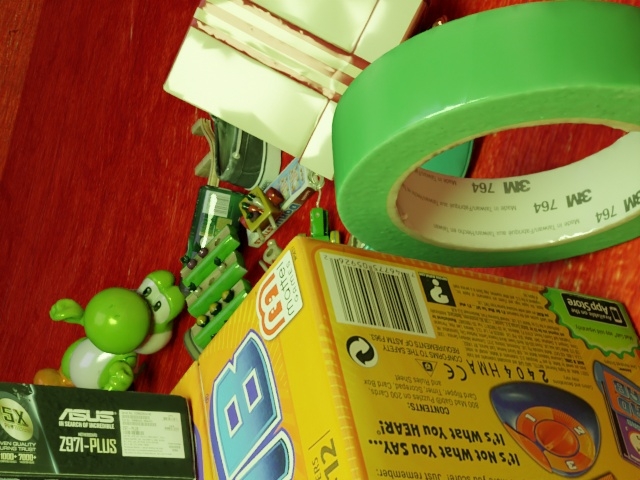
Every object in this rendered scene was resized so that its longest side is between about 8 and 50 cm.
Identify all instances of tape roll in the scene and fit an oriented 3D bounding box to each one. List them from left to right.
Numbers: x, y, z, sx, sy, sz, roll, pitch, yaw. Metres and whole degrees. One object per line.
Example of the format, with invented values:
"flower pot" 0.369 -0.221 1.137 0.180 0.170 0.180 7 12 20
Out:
"tape roll" 0.170 -0.072 0.864 0.321 0.321 0.077 -34 51 50

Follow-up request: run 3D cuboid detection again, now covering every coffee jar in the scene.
"coffee jar" -0.170 0.008 1.632 0.096 0.079 0.184 -156 79 -82

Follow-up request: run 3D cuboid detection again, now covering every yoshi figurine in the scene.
"yoshi figurine" -0.375 0.186 1.757 0.362 0.203 0.203 -49 17 27

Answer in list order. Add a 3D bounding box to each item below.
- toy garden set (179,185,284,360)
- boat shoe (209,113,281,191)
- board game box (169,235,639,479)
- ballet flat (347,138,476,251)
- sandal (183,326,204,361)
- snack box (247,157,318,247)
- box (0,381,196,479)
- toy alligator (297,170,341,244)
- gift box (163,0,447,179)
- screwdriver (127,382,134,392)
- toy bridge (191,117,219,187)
"toy garden set" -0.120 0.043 1.449 0.204 0.049 0.244 -44 34 16
"boat shoe" -0.133 -0.220 1.631 0.113 0.105 0.306 -32 54 51
"board game box" 0.078 0.267 0.868 0.356 0.356 0.356 -51 40 38
"ballet flat" 0.086 -0.023 1.223 0.124 0.116 0.342 -111 35 -72
"sandal" -0.101 0.195 1.460 0.086 0.120 0.302 -39 30 -17
"snack box" -0.060 -0.059 1.537 0.178 0.022 0.064 -42 45 45
"box" -0.215 0.187 0.856 0.147 0.180 0.078 -48 43 44
"toy alligator" 0.000 0.000 1.394 0.051 0.056 0.190 68 -161 -68
"gift box" 0.001 -0.238 1.249 0.255 0.258 0.276 -63 -2 19
"screwdriver" -0.371 0.338 1.928 0.025 0.024 0.170 22 108 30
"toy bridge" -0.192 -0.130 1.777 0.063 0.026 0.188 -40 48 45
